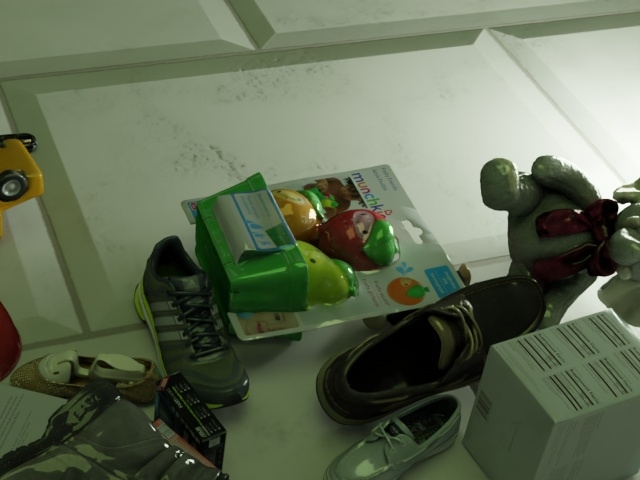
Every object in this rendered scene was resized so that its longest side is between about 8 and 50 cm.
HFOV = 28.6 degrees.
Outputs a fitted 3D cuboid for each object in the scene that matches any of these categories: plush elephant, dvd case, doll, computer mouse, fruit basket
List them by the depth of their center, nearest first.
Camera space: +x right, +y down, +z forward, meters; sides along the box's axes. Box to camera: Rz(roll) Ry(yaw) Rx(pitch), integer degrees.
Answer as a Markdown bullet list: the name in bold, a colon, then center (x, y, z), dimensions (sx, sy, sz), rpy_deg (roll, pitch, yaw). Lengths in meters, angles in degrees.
- **dvd case**: center (-0.352, 0.273, 1.600), dimensions (0.239, 0.029, 0.179), rpy_deg (13, 40, 4)
- **fruit basket**: center (0.000, 0.000, 1.866), dimensions (0.353, 0.165, 0.327), rpy_deg (-14, 45, -13)
- **plush elephant**: center (0.415, 0.004, 1.878), dimensions (0.255, 0.271, 0.330), rpy_deg (3, 8, 32)
- **doll**: center (0.147, 0.092, 1.895), dimensions (0.189, 0.046, 0.129), rpy_deg (-19, 56, -21)
- **computer mouse**: center (-0.577, -0.143, 2.040), dimensions (0.242, 0.041, 0.071), rpy_deg (-21, 47, -32)

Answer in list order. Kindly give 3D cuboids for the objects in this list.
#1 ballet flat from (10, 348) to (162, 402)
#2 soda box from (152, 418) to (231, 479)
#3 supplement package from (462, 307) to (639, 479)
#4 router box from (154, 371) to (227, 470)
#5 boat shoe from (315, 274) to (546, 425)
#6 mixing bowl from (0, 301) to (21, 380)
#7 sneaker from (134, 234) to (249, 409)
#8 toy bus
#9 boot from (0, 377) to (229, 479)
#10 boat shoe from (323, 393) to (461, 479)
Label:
- **ballet flat**: center (-0.314, 0.175, 1.693), dimensions (0.206, 0.067, 0.073), rpy_deg (3, 41, -7)
- **soda box**: center (-0.159, 0.307, 1.550), dimensions (0.183, 0.063, 0.058), rpy_deg (38, 47, 17)
- **supplement package**: center (0.325, 0.225, 1.656), dimensions (0.203, 0.194, 0.149), rpy_deg (-14, 46, -26)
- **router box**: center (-0.170, 0.243, 1.620), dimensions (0.038, 0.092, 0.122), rpy_deg (-20, 47, -30)
- **boat shoe**: center (0.167, 0.149, 1.708), dimensions (0.355, 0.130, 0.132), rpy_deg (-28, 84, -16)
- **mixing bowl**: center (-0.501, 0.115, 1.706), dimensions (0.182, 0.098, 0.181), rpy_deg (5, 41, -5)
- **sneaker**: center (-0.184, 0.114, 1.747), dimensions (0.111, 0.121, 0.300), rpy_deg (-15, 45, -25)
- **toy bus**: center (-0.583, -0.047, 1.855), dimensions (0.333, 0.130, 0.108), rpy_deg (-17, 46, -28)
- **boot**: center (-0.275, 0.326, 1.415), dimensions (0.223, 0.118, 0.338), rpy_deg (38, 62, 15)
- **boat shoe**: center (0.097, 0.264, 1.654), dimensions (0.228, 0.081, 0.079), rpy_deg (-24, 50, -34)
